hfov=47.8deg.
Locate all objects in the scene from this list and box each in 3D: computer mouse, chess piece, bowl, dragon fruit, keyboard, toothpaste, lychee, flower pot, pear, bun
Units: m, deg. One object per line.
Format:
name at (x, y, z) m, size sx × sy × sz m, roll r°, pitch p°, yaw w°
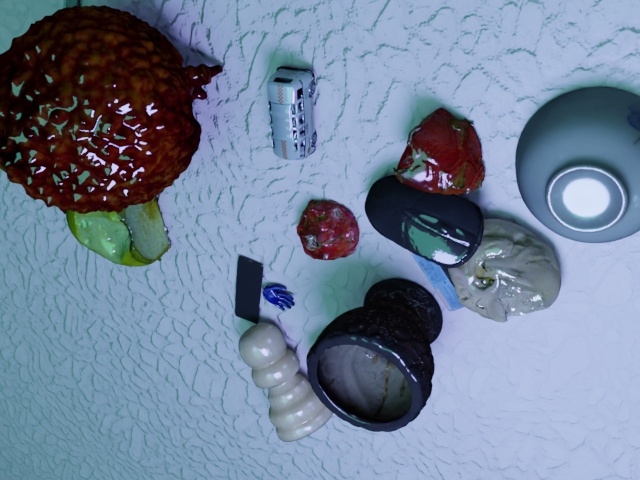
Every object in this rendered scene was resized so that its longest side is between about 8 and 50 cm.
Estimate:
computer mouse at (0.189, -0.048, 1.424) m, size 0.269 × 0.086 × 0.138 m, roll 27°, pitch 99°, yaw 30°
chess piece at (-0.105, 0.350, 1.862) m, size 0.167 × 0.167 × 0.300 m, roll -22°, pitch 101°, yaw 37°
bowl at (0.469, -0.105, 1.251) m, size 0.289 × 0.146 × 0.289 m, roll 13°, pitch 125°, yaw 20°
dragon fruit at (0.000, 0.000, 1.597) m, size 0.153 × 0.111 × 0.153 m, roll 17°, pitch 127°, yaw 23°
keyboard at (-0.182, 0.127, 1.837) m, size 0.074 × 0.015 × 0.197 m, roll 18°, pitch 127°, yaw 13°
toothpaste at (0.250, 0.055, 1.531) m, size 0.044 × 0.070 × 0.193 m, roll -22°, pitch 114°, yaw 31°
lychee at (-0.437, -0.272, 1.484) m, size 0.499 × 0.424 × 0.425 m, roll -25°, pitch 110°, yaw -4°
flower pot at (0.137, 0.229, 1.565) m, size 0.266 × 0.267 × 0.267 m, roll 13°, pitch 125°, yaw 19°
pear at (-0.532, -0.067, 1.812) m, size 0.292 × 0.159 × 0.293 m, roll 16°, pitch 127°, yaw 23°
dragon fruit at (0.239, -0.153, 1.363) m, size 0.161 × 0.127 × 0.121 m, roll 30°, pitch 136°, yaw 11°
bun at (0.357, 0.071, 1.442) m, size 0.237 × 0.116 × 0.210 m, roll 28°, pitch 128°, yaw 13°

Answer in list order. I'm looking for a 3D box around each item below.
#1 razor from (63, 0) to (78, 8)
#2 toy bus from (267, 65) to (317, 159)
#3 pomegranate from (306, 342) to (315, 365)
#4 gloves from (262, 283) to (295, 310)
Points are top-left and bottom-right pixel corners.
razor at (-0.560, -0.528, 1.604) m, size 0.111 × 0.056 × 0.278 m, roll 58°, pitch 148°, yaw 35°
toy bus at (-0.060, -0.252, 1.480) m, size 0.087 × 0.089 × 0.194 m, roll 13°, pitch 126°, yaw 21°
pomegranate at (0.021, 0.297, 1.745) m, size 0.129 × 0.159 × 0.130 m, roll 1°, pitch 93°, yaw 22°
gloves at (-0.102, 0.139, 1.792) m, size 0.086 × 0.026 × 0.064 m, roll 37°, pitch 128°, yaw 3°
